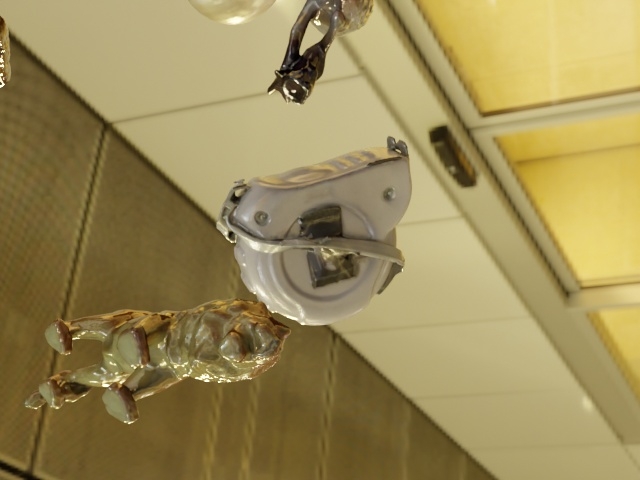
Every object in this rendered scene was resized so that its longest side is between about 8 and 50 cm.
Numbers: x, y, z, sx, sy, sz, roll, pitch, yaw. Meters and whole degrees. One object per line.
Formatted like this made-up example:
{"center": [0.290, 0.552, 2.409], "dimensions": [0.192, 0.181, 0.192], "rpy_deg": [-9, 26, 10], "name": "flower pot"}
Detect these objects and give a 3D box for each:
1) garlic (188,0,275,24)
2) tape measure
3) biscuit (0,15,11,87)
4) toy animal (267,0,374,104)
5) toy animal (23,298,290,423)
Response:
{"center": [-0.121, -0.448, 1.584], "dimensions": [0.132, 0.325, 0.279], "rpy_deg": [-1, -71, -25], "name": "garlic"}
{"center": [0.000, 0.000, 1.318], "dimensions": [0.120, 0.236, 0.197], "rpy_deg": [-144, 41, -66], "name": "tape measure"}
{"center": [-0.509, -0.244, 1.219], "dimensions": [0.359, 0.359, 0.046], "rpy_deg": [39, -124, -56], "name": "biscuit"}
{"center": [0.020, -0.311, 1.498], "dimensions": [0.090, 0.195, 0.324], "rpy_deg": [33, -138, -1], "name": "toy animal"}
{"center": [-0.155, 0.105, 1.060], "dimensions": [0.157, 0.312, 0.097], "rpy_deg": [-14, -85, -38], "name": "toy animal"}
